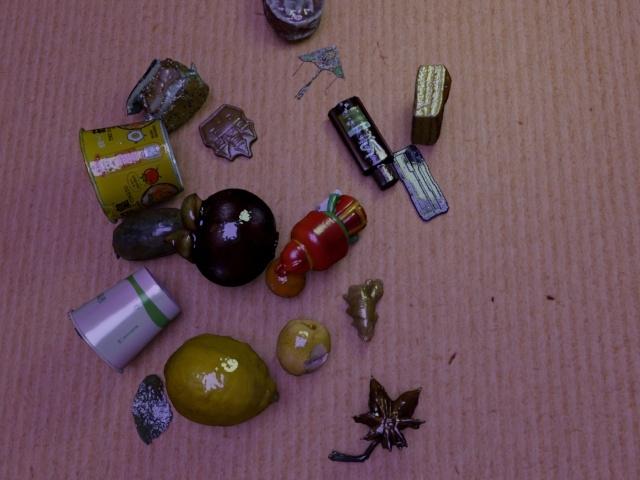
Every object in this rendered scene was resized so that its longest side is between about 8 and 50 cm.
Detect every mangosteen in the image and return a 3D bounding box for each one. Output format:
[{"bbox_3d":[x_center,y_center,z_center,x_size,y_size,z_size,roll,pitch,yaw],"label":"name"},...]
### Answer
[{"bbox_3d":[-0.304,-0.014,1.852,0.346,0.307,0.307,9,77,-11],"label":"mangosteen"}]

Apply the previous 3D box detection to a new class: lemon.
[{"bbox_3d":[-0.302,0.416,1.778,0.316,0.285,0.286,14,77,38],"label":"lemon"}]

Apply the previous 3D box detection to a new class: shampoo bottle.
[{"bbox_3d":[0.151,-0.320,2.002,0.129,0.084,0.323,-28,77,1],"label":"shampoo bottle"}]

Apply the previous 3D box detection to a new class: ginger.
[{"bbox_3d":[0.131,0.210,1.884,0.115,0.081,0.206,21,69,-22],"label":"ginger"}]

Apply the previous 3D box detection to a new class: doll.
[{"bbox_3d":[0.000,0.000,1.861,0.363,0.183,0.160,-37,32,-23],"label":"doll"}]

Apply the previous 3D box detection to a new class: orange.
[{"bbox_3d":[-0.111,0.121,1.905,0.135,0.118,0.136,14,41,-12],"label":"orange"}]

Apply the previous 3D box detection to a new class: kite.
[{"bbox_3d":[-0.006,-0.591,2.118,0.198,0.006,0.244,31,81,11],"label":"kite"}]

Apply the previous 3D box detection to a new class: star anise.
[{"bbox_3d":[0.165,0.544,1.779,0.346,0.148,0.237,-40,55,-2],"label":"star anise"}]

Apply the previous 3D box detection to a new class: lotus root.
[{"bbox_3d":[-0.544,-0.023,1.962,0.274,0.152,0.160,-15,72,1],"label":"lotus root"}]

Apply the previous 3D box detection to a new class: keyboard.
[{"bbox_3d":[0.328,-0.193,1.990,0.106,0.016,0.263,-25,77,-1],"label":"keyboard"}]

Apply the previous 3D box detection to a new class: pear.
[{"bbox_3d":[-0.055,0.329,1.835,0.177,0.178,0.178,-1,77,5],"label":"pear"}]

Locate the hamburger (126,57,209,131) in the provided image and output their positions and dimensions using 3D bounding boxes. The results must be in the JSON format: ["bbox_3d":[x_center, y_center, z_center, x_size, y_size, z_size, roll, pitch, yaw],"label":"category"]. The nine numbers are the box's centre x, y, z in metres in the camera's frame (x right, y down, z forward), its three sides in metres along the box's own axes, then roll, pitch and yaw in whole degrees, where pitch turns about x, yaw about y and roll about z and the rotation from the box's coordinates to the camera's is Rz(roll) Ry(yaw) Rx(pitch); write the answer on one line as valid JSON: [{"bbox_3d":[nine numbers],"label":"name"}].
[{"bbox_3d":[-0.510,-0.495,2.060,0.288,0.192,0.168,-46,70,20],"label":"hamburger"}]

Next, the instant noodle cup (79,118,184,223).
[{"bbox_3d":[-0.601,-0.241,1.951,0.254,0.325,0.326,-17,76,-9],"label":"instant noodle cup"}]

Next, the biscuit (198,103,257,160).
[{"bbox_3d":[-0.309,-0.365,2.079,0.182,0.034,0.215,-44,77,-5],"label":"biscuit"}]

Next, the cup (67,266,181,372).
[{"bbox_3d":[-0.598,0.232,1.872,0.274,0.253,0.253,-41,77,-12],"label":"cup"}]

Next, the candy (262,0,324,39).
[{"bbox_3d":[-0.098,-0.842,2.109,0.214,0.157,0.290,-7,69,-11],"label":"candy"}]

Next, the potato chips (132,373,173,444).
[{"bbox_3d":[-0.530,0.534,1.899,0.142,0.026,0.209,16,79,6],"label":"potato chips"}]

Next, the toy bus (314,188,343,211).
[{"bbox_3d":[0.024,-0.111,1.989,0.130,0.037,0.052,-43,79,-4],"label":"toy bus"}]

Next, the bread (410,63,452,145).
[{"bbox_3d":[0.353,-0.431,1.931,0.110,0.234,0.184,8,78,9],"label":"bread"}]
